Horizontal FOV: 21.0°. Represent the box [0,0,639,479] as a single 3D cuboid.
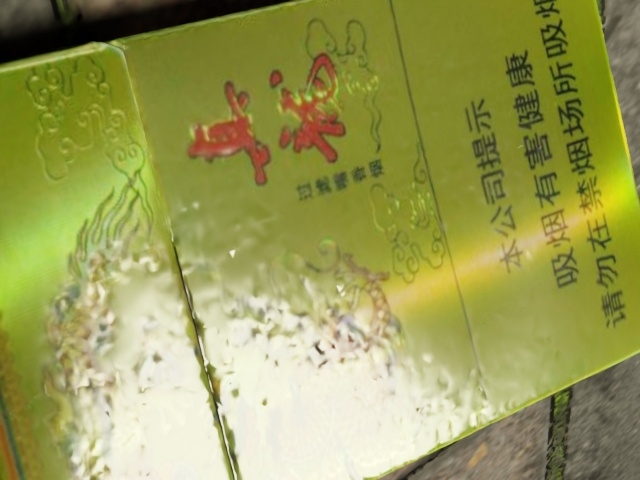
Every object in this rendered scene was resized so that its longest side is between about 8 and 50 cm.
[{"bbox_3d":[0.000,0.000,0.614,0.311,0.043,0.173,-19,98,-39],"label":"box"}]
